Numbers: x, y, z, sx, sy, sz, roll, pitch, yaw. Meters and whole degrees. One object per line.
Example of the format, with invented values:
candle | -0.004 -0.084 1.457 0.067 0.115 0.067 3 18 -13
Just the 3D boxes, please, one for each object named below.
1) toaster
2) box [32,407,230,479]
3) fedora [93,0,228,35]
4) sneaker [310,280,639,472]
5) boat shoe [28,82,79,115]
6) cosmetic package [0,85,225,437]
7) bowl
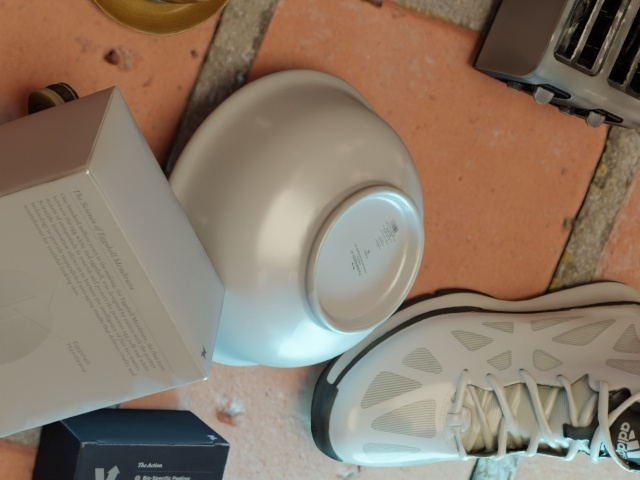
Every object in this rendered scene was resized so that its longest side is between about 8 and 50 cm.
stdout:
toaster | 0.268 -0.215 1.812 0.168 0.110 0.186 21 95 -35
box | -0.186 0.245 1.704 0.156 0.093 0.158 5 105 -32
fedora | -0.124 -0.268 1.574 0.194 0.079 0.194 -11 112 -28
sneaker | 0.229 0.157 1.825 0.447 0.257 0.169 -12 112 -27
boat shoe | -0.188 -0.056 1.613 0.073 0.080 0.223 -38 127 -21
cosmetic package | -0.229 0.023 1.515 0.224 0.138 0.224 -16 122 17
bowl | 0.000 0.000 1.672 0.298 0.134 0.298 -21 123 -37
